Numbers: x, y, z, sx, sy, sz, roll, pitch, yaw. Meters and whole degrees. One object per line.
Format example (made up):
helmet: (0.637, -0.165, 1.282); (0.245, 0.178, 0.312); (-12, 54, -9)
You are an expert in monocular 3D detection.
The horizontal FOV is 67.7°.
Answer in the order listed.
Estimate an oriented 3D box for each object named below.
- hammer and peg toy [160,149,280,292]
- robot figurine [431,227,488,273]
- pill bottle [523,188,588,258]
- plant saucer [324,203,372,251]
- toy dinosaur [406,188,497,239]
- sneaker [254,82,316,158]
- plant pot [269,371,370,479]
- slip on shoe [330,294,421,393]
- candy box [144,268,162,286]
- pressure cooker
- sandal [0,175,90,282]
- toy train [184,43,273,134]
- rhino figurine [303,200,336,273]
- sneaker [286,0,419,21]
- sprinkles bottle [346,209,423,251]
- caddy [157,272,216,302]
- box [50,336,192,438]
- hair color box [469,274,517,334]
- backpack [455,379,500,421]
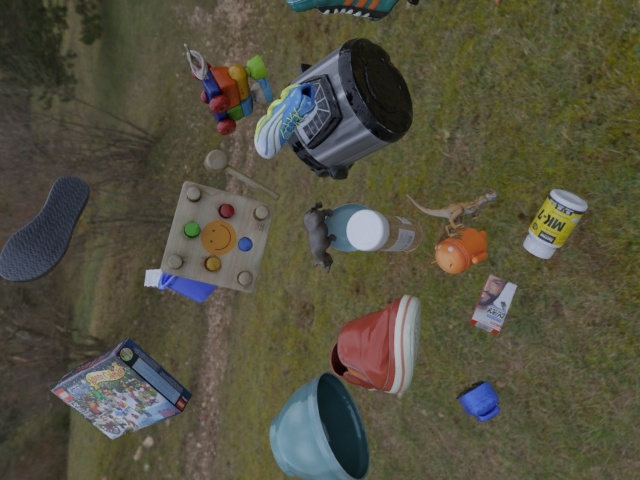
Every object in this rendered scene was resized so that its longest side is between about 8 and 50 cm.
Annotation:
hammer and peg toy: (-0.254, -0.058, 1.288); (0.127, 0.266, 0.361); (166, 119, -73)
robot figurine: (0.498, 0.036, 1.684); (0.158, 0.219, 0.128); (50, 153, 20)
pill bottle: (0.759, -0.051, 1.554); (0.119, 0.119, 0.208); (46, 130, 38)
plant saucer: (0.102, -0.051, 1.634); (0.037, 0.195, 0.195); (-98, 30, -55)
toy dinosaur: (0.306, -0.064, 1.104); (0.211, 0.064, 0.112); (-9, 57, 29)
sneaker: (-0.087, -0.326, 1.244); (0.126, 0.091, 0.240); (-10, 53, 53)
plant pot: (-0.017, 0.543, 1.334); (0.196, 0.293, 0.293); (-27, 68, 16)
slip on shoe: (0.076, 0.161, 0.710); (0.331, 0.101, 0.123); (108, 175, -67)
candy box: (-0.531, 0.143, 1.763); (0.233, 0.159, 0.071); (-5, 80, 50)
pressure cooker: (0.062, -0.437, 1.659); (0.420, 0.375, 0.370); (-19, 41, 41)
sandal: (-0.549, -0.018, 0.973); (0.054, 0.097, 0.254); (-43, 23, 51)
toy train: (-0.170, -0.322, 0.935); (0.105, 0.143, 0.248); (61, 170, 13)
rhino figurine: (0.000, 0.000, 1.567); (0.073, 0.106, 0.243); (3, 113, 33)
sneaker: (0.078, -0.494, 0.963); (0.108, 0.302, 0.121); (-120, 13, -49)
sprinkles bottle: (0.215, -0.024, 1.520); (0.121, 0.355, 0.121); (-1, 87, 31)
caddy: (-0.393, 0.033, 1.550); (0.341, 0.179, 0.241); (-56, 23, -10)
box: (-0.372, 0.282, 0.885); (0.233, 0.044, 0.159); (-29, 112, 31)
hair color box: (0.552, 0.204, 1.525); (0.093, 0.053, 0.167); (23, 68, 15)
backpack: (0.443, 0.440, 1.311); (0.098, 0.120, 0.101); (-34, 63, -6)
